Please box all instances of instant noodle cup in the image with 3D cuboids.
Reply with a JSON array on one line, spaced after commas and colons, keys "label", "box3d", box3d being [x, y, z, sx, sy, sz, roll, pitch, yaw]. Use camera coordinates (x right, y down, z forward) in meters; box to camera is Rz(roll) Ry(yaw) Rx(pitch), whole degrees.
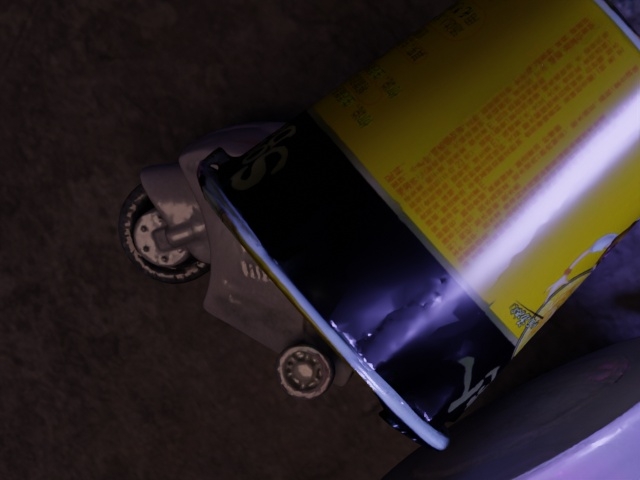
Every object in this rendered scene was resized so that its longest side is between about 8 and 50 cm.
[{"label": "instant noodle cup", "box3d": [0.080, -0.034, 1.021, 0.236, 0.215, 0.215, -42, 93, 2]}]

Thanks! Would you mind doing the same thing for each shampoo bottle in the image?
[{"label": "shampoo bottle", "box3d": [0.177, 0.211, 1.083, 0.273, 0.273, 0.266, -29, 93, 35]}]

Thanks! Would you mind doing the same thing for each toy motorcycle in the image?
[{"label": "toy motorcycle", "box3d": [0.000, 0.000, 1.173, 0.260, 0.110, 0.171, 27, 113, 6]}]
